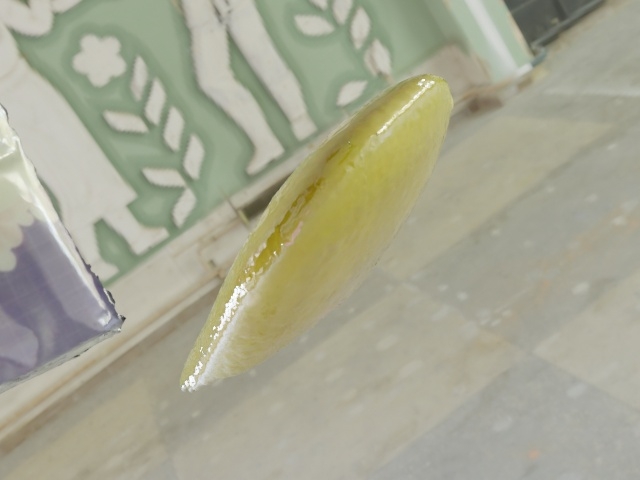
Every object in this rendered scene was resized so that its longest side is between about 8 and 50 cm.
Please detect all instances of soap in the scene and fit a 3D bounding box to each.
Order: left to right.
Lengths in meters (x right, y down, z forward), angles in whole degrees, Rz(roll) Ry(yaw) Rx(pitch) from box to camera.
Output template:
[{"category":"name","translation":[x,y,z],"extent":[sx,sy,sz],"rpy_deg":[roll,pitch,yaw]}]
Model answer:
[{"category":"soap","translation":[0.002,0.002,1.026],"extent":[0.306,0.115,0.427],"rpy_deg":[-39,-12,-36]}]

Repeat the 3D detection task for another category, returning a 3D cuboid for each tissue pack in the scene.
[{"category":"tissue pack","translation":[-0.349,-0.020,0.817],"extent":[0.242,0.343,0.125],"rpy_deg":[-28,0,-20]}]
